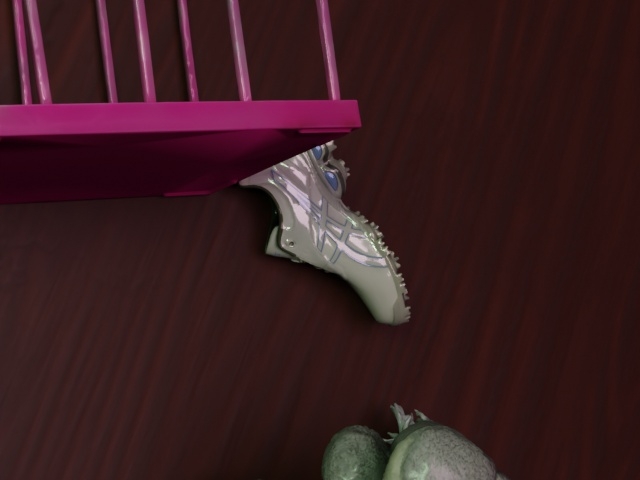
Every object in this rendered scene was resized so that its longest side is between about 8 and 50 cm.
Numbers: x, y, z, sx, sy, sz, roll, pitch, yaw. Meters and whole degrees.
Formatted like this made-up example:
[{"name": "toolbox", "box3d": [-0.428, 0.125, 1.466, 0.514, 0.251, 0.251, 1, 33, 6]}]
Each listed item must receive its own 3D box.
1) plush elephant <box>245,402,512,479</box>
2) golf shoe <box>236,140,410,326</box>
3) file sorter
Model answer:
[{"name": "plush elephant", "box3d": [0.047, 0.261, 1.078, 0.272, 0.330, 0.255, 41, 86, -20]}, {"name": "golf shoe", "box3d": [0.000, 0.000, 1.198, 0.086, 0.069, 0.176, -33, 98, -12]}, {"name": "file sorter", "box3d": [-0.159, -0.132, 1.022, 0.290, 0.202, 0.182, -4, 82, -34]}]
